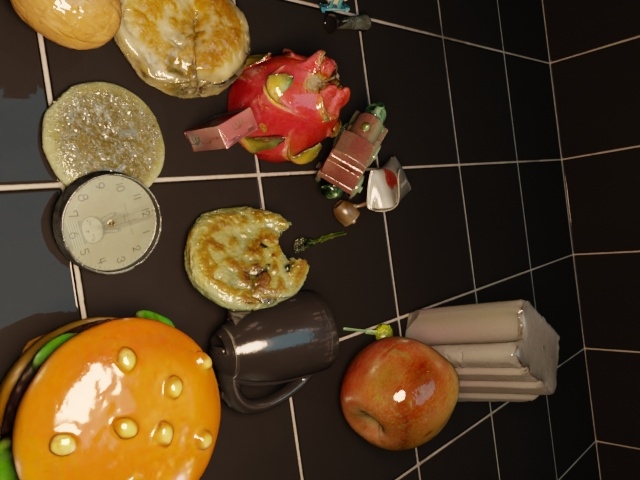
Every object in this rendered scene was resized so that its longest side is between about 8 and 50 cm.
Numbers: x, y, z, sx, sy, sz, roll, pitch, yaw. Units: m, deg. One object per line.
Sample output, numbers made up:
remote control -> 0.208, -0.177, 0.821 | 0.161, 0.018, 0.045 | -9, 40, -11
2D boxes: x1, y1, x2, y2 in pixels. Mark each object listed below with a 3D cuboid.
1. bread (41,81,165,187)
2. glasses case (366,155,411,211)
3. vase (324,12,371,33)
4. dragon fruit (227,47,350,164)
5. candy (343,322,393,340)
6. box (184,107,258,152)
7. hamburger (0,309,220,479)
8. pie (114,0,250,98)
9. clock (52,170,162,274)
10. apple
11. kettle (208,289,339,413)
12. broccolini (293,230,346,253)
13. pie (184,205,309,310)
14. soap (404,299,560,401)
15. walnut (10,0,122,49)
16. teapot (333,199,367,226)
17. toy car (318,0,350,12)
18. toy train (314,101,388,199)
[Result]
bread -> -0.445, -0.208, 1.154 | 0.267, 0.041, 0.266 | 5, 82, -43
glasses case -> 0.217, -0.178, 1.681 | 0.308, 0.083, 0.128 | -42, 126, -64
vase -> 0.085, -0.674, 1.700 | 0.167, 0.059, 0.059 | -23, 102, -43
dragon fruit -> -0.065, -0.355, 1.410 | 0.306, 0.226, 0.305 | 5, 84, -46
candy -> 0.146, 0.278, 1.682 | 0.194, 0.062, 0.058 | 14, 121, -34
box -> -0.232, -0.258, 1.287 | 0.111, 0.156, 0.059 | -41, 121, -37
hamburger -> -0.381, 0.335, 1.000 | 0.396, 0.278, 0.395 | 7, 80, -43
pie -> -0.318, -0.487, 1.276 | 0.340, 0.077, 0.338 | 3, 84, -34
clock -> -0.428, -0.035, 1.121 | 0.215, 0.042, 0.214 | -11, 106, -42
apple -> 0.213, 0.431, 1.538 | 0.319, 0.319, 0.277 | 56, 51, -25
kettle -> -0.123, 0.275, 1.315 | 0.291, 0.208, 0.268 | -10, 99, -37
broccolini -> 0.000, 0.001, 1.575 | 0.218, 0.044, 0.042 | -11, 78, -49
pie -> -0.177, 0.035, 1.299 | 0.303, 0.067, 0.302 | 13, 55, -20
soap -> 0.510, 0.360, 1.755 | 0.350, 0.435, 0.212 | 40, 55, -30
walnut -> -0.488, -0.458, 1.058 | 0.197, 0.165, 0.165 | 25, 69, -49
teapot -> 0.094, -0.097, 1.629 | 0.080, 0.110, 0.085 | 46, 18, -21
toy car -> 0.024, -0.761, 1.639 | 0.126, 0.098, 0.161 | -13, 57, -30
toy train -> 0.098, -0.260, 1.547 | 0.150, 0.221, 0.304 | 29, 60, -2
